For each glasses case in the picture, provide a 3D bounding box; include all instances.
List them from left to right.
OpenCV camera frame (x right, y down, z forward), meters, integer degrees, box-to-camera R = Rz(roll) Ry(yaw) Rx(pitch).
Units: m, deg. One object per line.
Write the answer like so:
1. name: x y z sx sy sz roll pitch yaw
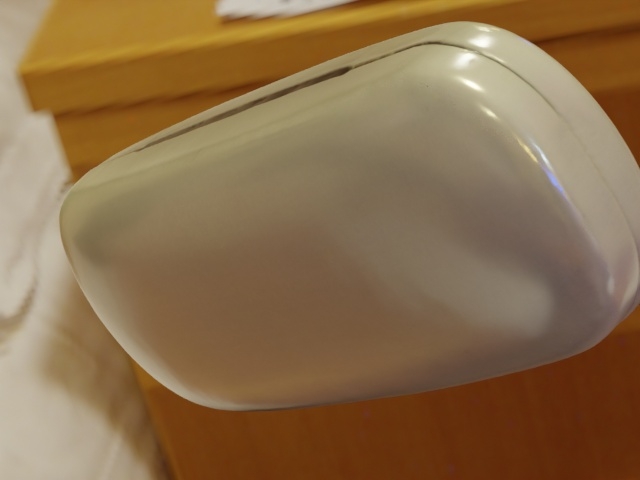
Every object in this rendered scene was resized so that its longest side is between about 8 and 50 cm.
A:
1. glasses case: 0.000 0.000 0.457 0.049 0.074 0.193 -43 15 -33
